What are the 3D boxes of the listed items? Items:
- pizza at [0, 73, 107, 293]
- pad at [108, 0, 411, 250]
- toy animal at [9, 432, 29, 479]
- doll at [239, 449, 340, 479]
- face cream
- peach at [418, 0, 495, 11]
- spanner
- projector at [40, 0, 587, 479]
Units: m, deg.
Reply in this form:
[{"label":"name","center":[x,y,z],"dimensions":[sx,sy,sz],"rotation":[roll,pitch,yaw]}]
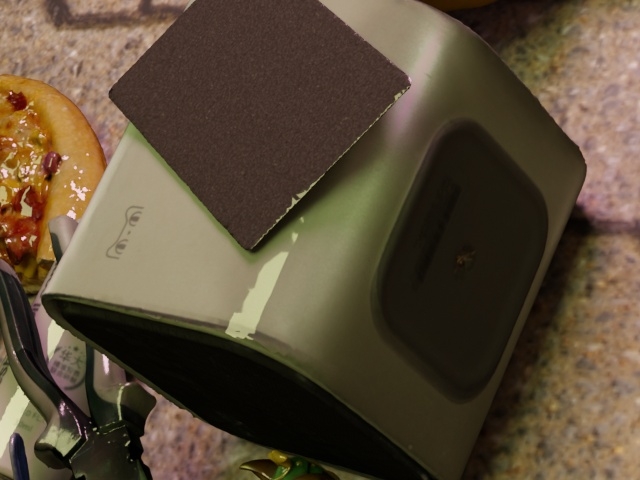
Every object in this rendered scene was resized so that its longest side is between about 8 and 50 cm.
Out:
[{"label":"pizza","center":[-0.293,-0.032,1.603],"dimensions":[0.229,0.081,0.289],"rotation":[-38,46,12]},{"label":"pad","center":[-0.044,-0.095,1.139],"dimensions":[0.143,0.003,0.211],"rotation":[-45,44,3]},{"label":"toy animal","center":[-0.213,0.269,1.270],"dimensions":[0.239,0.176,0.255],"rotation":[-124,55,-86]},{"label":"doll","center":[0.002,0.173,1.211],"dimensions":[0.078,0.113,0.077],"rotation":[10,32,43]},{"label":"face cream","center":[-0.177,0.051,1.447],"dimensions":[0.092,0.092,0.311],"rotation":[11,67,43]},{"label":"peach","center":[0.068,-0.262,1.389],"dimensions":[0.251,0.153,0.251],"rotation":[-6,25,3]},{"label":"spanner","center":[-0.173,0.110,1.323],"dimensions":[0.096,0.040,0.324],"rotation":[-35,49,8]},{"label":"projector","center":[0.000,0.000,1.223],"dimensions":[0.249,0.248,0.249],"rotation":[8,67,41]}]
